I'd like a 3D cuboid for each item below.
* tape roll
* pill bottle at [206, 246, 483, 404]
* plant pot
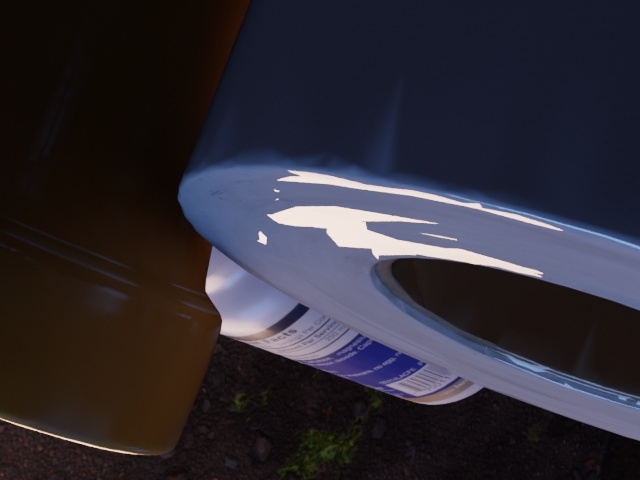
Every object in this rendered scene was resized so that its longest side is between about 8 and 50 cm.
[{"bbox_3d":[0.103,-0.009,0.568,0.286,0.100,0.286,20,167,5],"label":"tape roll"},{"bbox_3d":[0.000,0.000,1.110,0.265,0.153,0.153,23,175,-38],"label":"pill bottle"},{"bbox_3d":[-0.113,-0.047,0.652,0.205,0.188,0.205,23,179,0],"label":"plant pot"}]
